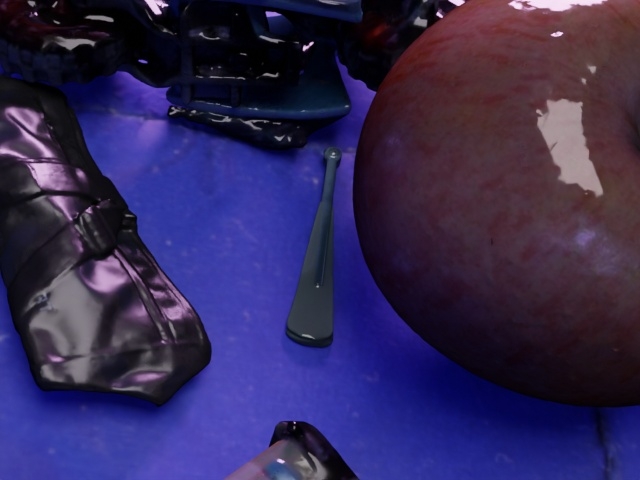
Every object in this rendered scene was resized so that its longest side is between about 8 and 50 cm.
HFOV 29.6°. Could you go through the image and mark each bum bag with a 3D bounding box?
[{"bbox_3d":[-0.195,-0.005,0.898,0.137,0.074,0.310,-16,61,-36],"label":"bum bag"}]

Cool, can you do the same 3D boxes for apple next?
[{"bbox_3d":[0.197,-0.035,0.866,0.344,0.269,0.345,0,91,-15],"label":"apple"}]

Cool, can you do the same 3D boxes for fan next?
[{"bbox_3d":[0.000,0.000,0.981,0.038,0.016,0.193,10,54,-5],"label":"fan"}]

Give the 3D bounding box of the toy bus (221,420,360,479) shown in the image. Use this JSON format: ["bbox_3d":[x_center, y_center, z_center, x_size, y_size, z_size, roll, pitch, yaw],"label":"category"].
[{"bbox_3d":[0.036,0.308,0.688,0.162,0.171,0.386,-33,69,-21],"label":"toy bus"}]

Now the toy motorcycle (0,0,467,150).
[{"bbox_3d":[-0.066,-0.207,1.034,0.415,0.172,0.232,0,47,-3],"label":"toy motorcycle"}]
